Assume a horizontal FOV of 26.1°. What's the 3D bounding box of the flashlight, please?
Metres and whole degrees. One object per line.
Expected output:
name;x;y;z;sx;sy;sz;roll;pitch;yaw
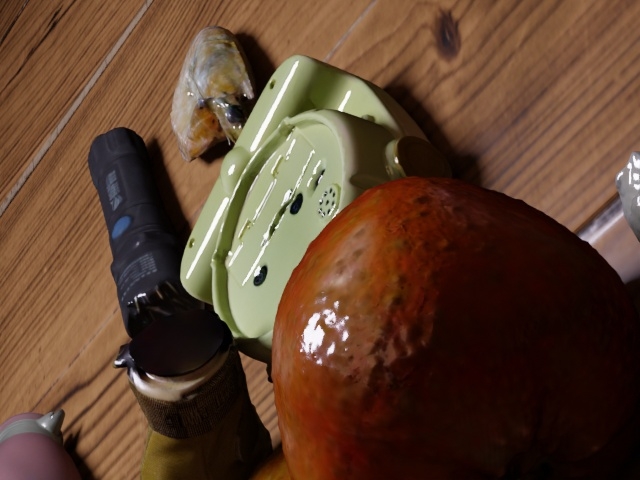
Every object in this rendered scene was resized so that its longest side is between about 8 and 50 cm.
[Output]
flashlight;-0.229;-0.021;1.743;0.103;0.103;0.424;-57;30;21

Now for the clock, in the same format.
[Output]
clock;0.000;0.000;1.318;0.286;0.117;0.348;-62;30;14

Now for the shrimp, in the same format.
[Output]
shrimp;-0.130;-0.158;1.695;0.317;0.077;0.168;-116;43;-58

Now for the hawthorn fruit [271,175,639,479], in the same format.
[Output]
hawthorn fruit;0.092;0.085;0.973;0.275;0.275;0.299;-58;16;20

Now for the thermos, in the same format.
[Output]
thermos;-0.369;0.322;1.711;0.176;0.146;0.265;-47;25;7

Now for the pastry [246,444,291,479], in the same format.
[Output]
pastry;-0.001;0.267;1.169;0.218;0.100;0.229;-51;29;21

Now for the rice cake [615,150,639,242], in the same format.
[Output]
rice cake;0.262;0.032;0.918;0.052;0.057;0.256;-32;41;10

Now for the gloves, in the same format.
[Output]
gloves;-0.113;0.221;1.316;0.154;0.141;0.331;-111;16;-52
